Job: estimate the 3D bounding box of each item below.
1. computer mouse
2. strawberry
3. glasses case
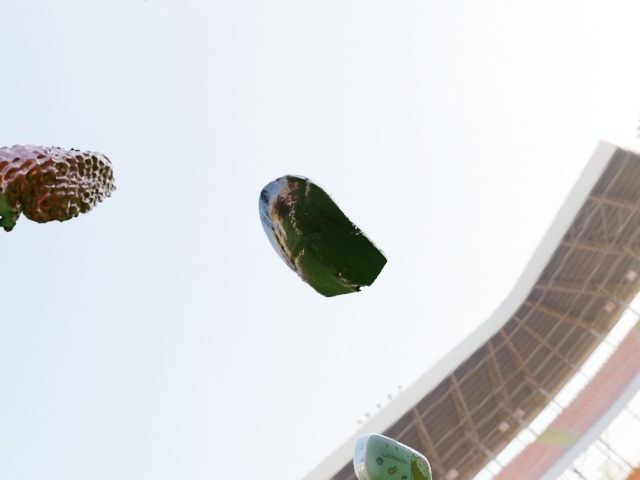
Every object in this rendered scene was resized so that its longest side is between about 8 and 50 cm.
[{"bbox_3d":[0.000,0.000,0.998,0.122,0.073,0.217,-31,-59,23],"label":"computer mouse"},{"bbox_3d":[-0.415,-0.093,1.021,0.286,0.188,0.106,-36,-44,-59],"label":"strawberry"},{"bbox_3d":[0.107,0.328,1.016,0.045,0.067,0.178,-18,-37,33],"label":"glasses case"}]
